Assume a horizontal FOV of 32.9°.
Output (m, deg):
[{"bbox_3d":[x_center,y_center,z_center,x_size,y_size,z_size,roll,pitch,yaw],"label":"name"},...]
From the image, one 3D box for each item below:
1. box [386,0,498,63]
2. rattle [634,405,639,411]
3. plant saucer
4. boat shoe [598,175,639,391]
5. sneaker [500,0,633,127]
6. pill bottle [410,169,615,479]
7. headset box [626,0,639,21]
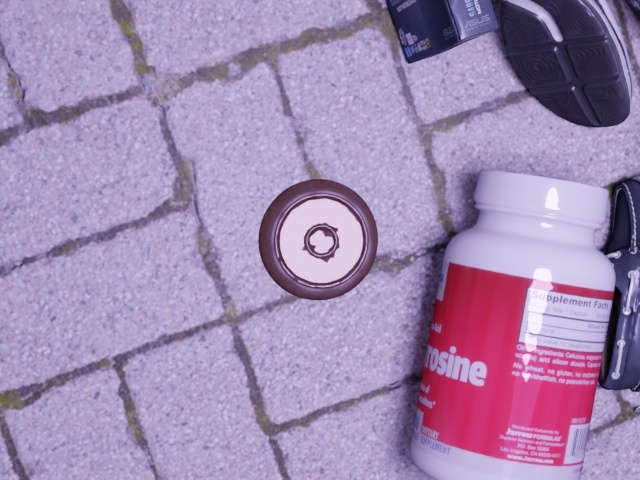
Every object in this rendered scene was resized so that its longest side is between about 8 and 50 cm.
[{"bbox_3d":[0.137,-0.334,1.393,0.059,0.232,0.183,-20,96,-11],"label":"box"},{"bbox_3d":[0.557,0.214,1.545,0.199,0.143,0.130,0,112,-15],"label":"rattle"},{"bbox_3d":[0.000,0.000,1.493,0.168,0.029,0.169,-1,93,-10],"label":"plant saucer"},{"bbox_3d":[0.428,0.062,1.523,0.091,0.114,0.303,-3,85,-2],"label":"boat shoe"},{"bbox_3d":[0.342,-0.383,1.457,0.257,0.169,0.447,-52,122,-28],"label":"sneaker"},{"bbox_3d":[0.261,0.120,1.441,0.229,0.229,0.408,9,91,-10],"label":"pill bottle"},{"bbox_3d":[0.494,-0.401,1.434,0.218,0.110,0.293,34,74,-46],"label":"headset box"}]
